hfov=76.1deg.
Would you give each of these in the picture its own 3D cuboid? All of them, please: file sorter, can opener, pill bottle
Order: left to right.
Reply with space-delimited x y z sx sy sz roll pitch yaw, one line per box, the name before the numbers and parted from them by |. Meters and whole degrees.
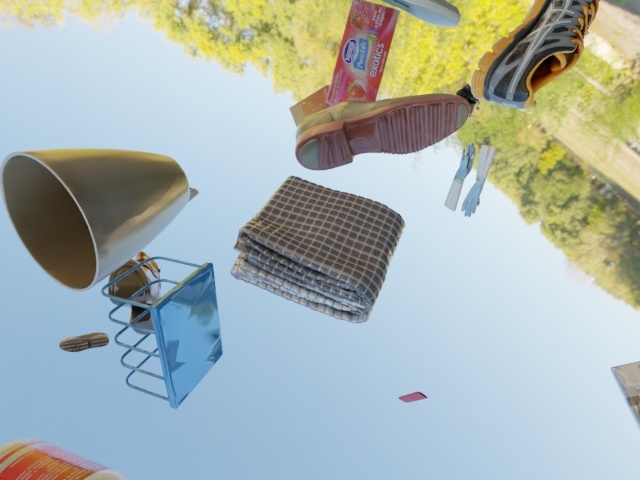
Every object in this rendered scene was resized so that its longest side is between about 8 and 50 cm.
pill bottle | -0.590 0.620 0.930 0.408 0.229 0.229 6 -160 21
file sorter | -0.221 0.123 0.586 0.104 0.170 0.118 10 -152 19
can opener | 0.368 -0.347 1.022 0.059 0.073 0.186 25 -159 15

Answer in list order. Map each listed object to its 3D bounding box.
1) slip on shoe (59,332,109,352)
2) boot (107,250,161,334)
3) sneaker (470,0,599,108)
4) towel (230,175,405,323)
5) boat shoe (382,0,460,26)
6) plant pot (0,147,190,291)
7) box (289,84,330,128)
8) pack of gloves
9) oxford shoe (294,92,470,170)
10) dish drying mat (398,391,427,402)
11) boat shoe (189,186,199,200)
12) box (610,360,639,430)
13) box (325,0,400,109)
slip on shoe | -0.732 0.311 1.271 0.135 0.051 0.041 -4 -154 -31
boot | -0.509 0.102 1.165 0.109 0.283 0.220 -9 -137 -6
sneaker | 0.287 -0.248 0.499 0.084 0.215 0.083 24 -160 -52
towel | 0.000 0.000 0.781 0.284 0.121 0.235 21 -132 8
boat shoe | 0.214 -0.547 0.895 0.227 0.081 0.079 22 -168 -6
plant pot | -0.405 -0.077 0.808 0.256 0.256 0.274 44 -143 5
box | 0.001 -0.429 1.393 0.091 0.170 0.130 -25 -86 -55
pack of gloves | 0.495 -0.194 1.328 0.046 0.232 0.195 10 -162 -11
oxford shoe | 0.130 -0.280 0.933 0.140 0.397 0.146 78 -177 -51
dish drying mat | 0.240 0.408 1.066 0.032 0.083 0.008 35 -131 -9
boat shoe | -0.490 -0.110 1.271 0.076 0.228 0.080 57 172 -15
box | 0.520 0.250 0.556 0.038 0.145 0.186 37 -144 -48
box | 0.119 -0.529 1.227 0.142 0.300 0.154 15 -173 -2
